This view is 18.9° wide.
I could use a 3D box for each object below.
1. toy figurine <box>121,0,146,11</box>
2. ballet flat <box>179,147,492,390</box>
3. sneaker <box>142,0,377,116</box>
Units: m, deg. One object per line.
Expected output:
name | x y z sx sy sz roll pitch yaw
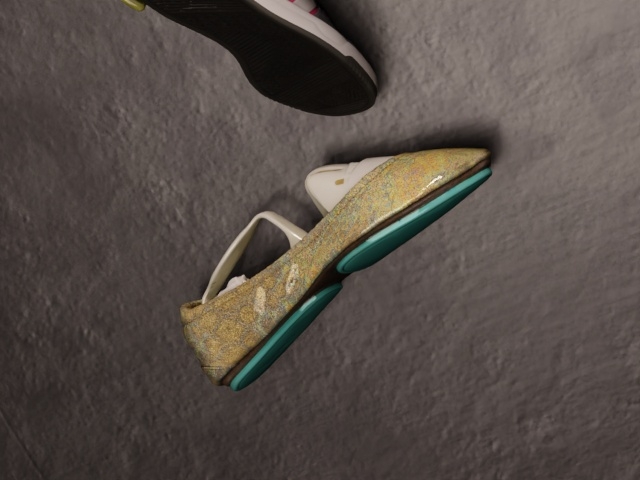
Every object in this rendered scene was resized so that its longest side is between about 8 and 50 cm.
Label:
toy figurine | -0.255 -0.370 1.666 0.363 0.191 0.217 23 107 4
ballet flat | 0.000 0.000 1.767 0.348 0.123 0.123 -41 95 22
sneaker | -0.049 -0.243 1.690 0.124 0.178 0.295 -13 146 37
